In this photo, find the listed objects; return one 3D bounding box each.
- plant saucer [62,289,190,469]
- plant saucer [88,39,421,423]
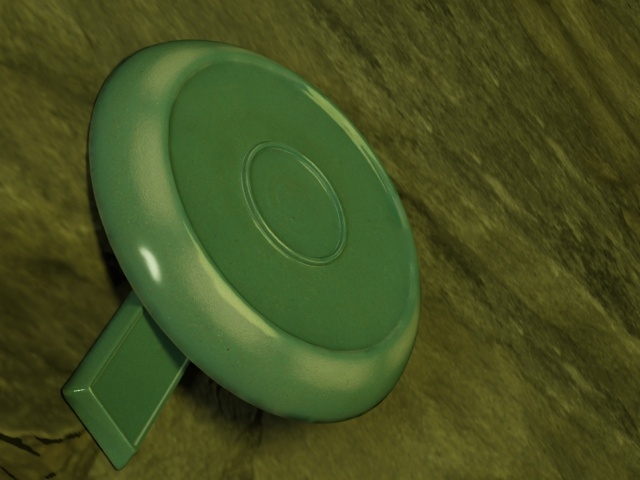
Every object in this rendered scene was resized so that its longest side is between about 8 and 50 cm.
[{"bbox_3d":[-0.110,0.068,0.995,0.067,0.018,0.192,57,31,-19],"label":"plant saucer"},{"bbox_3d":[-0.029,-0.020,1.100,0.317,0.043,0.318,31,43,-33],"label":"plant saucer"}]
